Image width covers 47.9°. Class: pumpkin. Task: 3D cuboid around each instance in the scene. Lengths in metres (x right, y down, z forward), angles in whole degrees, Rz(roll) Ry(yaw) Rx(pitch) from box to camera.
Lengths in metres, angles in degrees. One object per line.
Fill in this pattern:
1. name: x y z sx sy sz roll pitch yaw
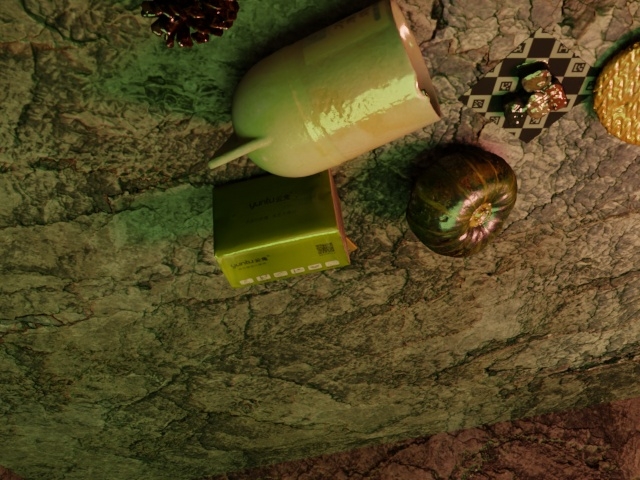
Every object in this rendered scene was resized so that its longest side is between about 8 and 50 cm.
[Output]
1. pumpkin: 0.305 -0.092 1.618 0.260 0.189 0.260 -21 133 -24

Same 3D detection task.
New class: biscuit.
1. biscuit: 0.680 -0.297 1.450 0.254 0.035 0.254 10 134 11

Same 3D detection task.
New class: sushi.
1. sushi: 0.443 -0.294 1.480 0.231 0.047 0.220 23 134 -32

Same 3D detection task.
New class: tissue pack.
1. tissue pack: -0.090 -0.032 1.614 0.275 0.200 0.167 -11 143 6

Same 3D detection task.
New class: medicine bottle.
1. medicine bottle: -0.008 -0.248 1.322 0.406 0.235 0.235 -21 140 17

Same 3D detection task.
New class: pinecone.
1. pinecone: -0.219 -0.390 1.176 0.163 0.162 0.165 22 142 -32

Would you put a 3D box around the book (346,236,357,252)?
1. book: 0.000 0.000 1.819 0.118 0.012 0.172 -25 139 22
